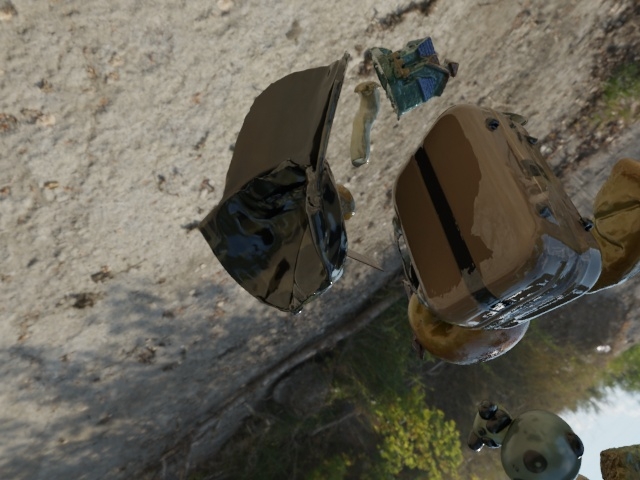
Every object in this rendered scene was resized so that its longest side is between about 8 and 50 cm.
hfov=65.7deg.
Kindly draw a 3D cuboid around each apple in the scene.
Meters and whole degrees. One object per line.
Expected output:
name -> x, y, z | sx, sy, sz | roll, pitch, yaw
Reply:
apple -> 0.255, 0.132, 0.868 | 0.173, 0.195, 0.160 | -11, 114, -44

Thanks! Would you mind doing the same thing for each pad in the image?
pad -> 0.000, -0.001, 1.149 | 0.202, 0.299, 0.005 | -101, -146, -84

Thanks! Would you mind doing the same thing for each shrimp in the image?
shrimp -> 0.048, -0.128, 1.668 | 0.051, 0.187, 0.133 | -21, 113, -31

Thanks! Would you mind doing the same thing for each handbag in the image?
handbag -> 0.211, -0.011, 0.719 | 0.149, 0.302, 0.283 | 7, 141, -29
handbag -> 0.349, 0.260, 1.734 | 0.084, 0.260, 0.275 | -8, 180, 7

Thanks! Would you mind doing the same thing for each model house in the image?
model house -> 0.183, -0.313, 0.908 | 0.148, 0.148, 0.120 | -23, 120, 6

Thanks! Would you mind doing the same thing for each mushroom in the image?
mushroom -> 0.098, -0.267, 1.131 | 0.054, 0.059, 0.202 | 12, 85, -35

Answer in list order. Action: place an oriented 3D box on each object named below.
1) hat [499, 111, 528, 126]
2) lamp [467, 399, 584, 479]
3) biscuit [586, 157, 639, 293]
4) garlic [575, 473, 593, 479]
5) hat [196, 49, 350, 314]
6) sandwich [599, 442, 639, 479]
hat -> 0.486, -0.293, 1.483 | 0.265, 0.265, 0.129 | -27, 116, -21
lamp -> 0.487, 0.483, 1.180 | 0.197, 0.243, 0.198 | -38, 139, -41
biscuit -> 0.487, 0.001, 0.856 | 0.045, 0.154, 0.299 | 0, 140, -14
garlic -> 0.697, 0.813, 1.379 | 0.313, 0.249, 0.286 | -57, 164, -33
hat -> -0.023, -0.097, 0.832 | 0.257, 0.366, 0.382 | 46, 68, -31
sandwich -> 0.777, 0.607, 1.117 | 0.131, 0.262, 0.326 | 79, 30, -59
